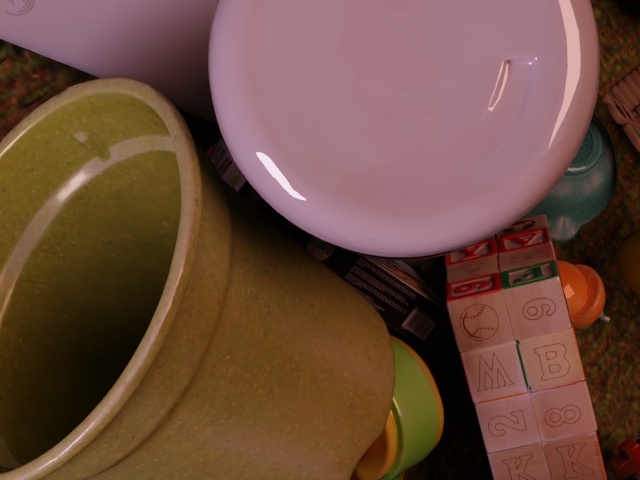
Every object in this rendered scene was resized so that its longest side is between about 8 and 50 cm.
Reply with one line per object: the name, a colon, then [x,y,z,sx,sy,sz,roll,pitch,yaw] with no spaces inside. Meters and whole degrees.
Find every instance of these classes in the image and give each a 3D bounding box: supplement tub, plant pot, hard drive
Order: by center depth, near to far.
supplement tub: [0.054,-0.101,1.006,0.228,0.316,0.228,0,88,3]
plant pot: [-0.093,0.070,1.024,0.254,0.276,0.276,30,60,-40]
hard drive: [-0.080,-0.194,1.144,0.307,0.203,0.040,19,26,-32]

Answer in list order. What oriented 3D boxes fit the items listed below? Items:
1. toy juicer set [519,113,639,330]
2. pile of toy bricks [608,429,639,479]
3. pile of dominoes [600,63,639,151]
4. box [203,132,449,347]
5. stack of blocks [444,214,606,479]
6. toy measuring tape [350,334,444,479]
toy juicer set: [0.178,-0.059,1.372,0.209,0.089,0.329,-28,78,-22]
pile of toy bricks: [0.305,0.277,1.364,0.105,0.118,0.212,-34,117,-11]
pile of dominoes: [0.358,-0.054,1.404,0.251,0.040,0.196,53,21,4]
box: [0.000,0.000,1.191,0.207,0.114,0.036,34,99,-26]
stack of blocks: [0.177,0.148,1.229,0.171,0.087,0.297,-75,151,-73]
toy measuring tape: [0.060,0.187,1.180,0.121,0.121,0.330,-23,91,-39]
